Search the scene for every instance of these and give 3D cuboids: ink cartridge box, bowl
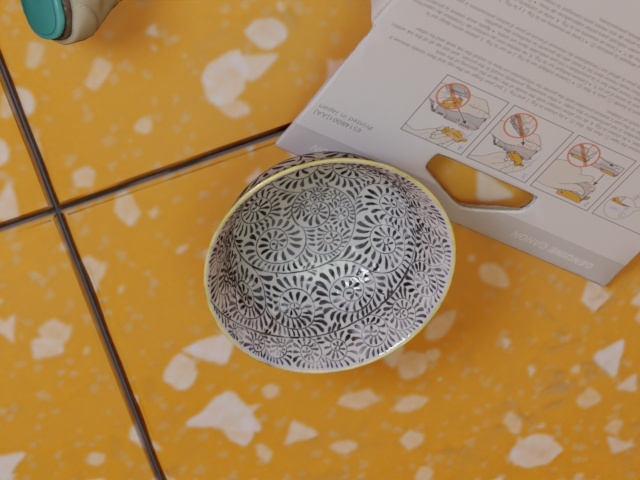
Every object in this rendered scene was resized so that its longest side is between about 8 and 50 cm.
[{"bbox_3d":[0.158,-0.111,1.180,0.296,0.066,0.261,22,134,-24],"label":"ink cartridge box"},{"bbox_3d":[0.000,0.000,1.181,0.170,0.080,0.170,-6,122,-9],"label":"bowl"}]

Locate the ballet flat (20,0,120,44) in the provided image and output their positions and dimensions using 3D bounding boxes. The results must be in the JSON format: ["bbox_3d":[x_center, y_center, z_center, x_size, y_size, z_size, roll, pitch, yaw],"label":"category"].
[{"bbox_3d":[-0.165,-0.239,1.028,0.086,0.086,0.248,-16,121,-7],"label":"ballet flat"}]
